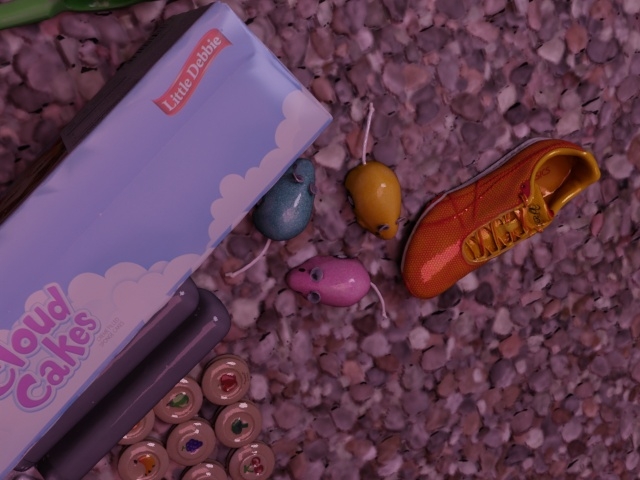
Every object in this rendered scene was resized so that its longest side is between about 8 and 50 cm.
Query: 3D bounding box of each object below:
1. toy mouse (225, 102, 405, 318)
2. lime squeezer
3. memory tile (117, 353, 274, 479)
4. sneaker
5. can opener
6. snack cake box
[{"bbox_3d":[0.000,0.000,0.569,0.143,0.031,0.160,-22,109,-15],"label":"toy mouse"},{"bbox_3d":[-0.126,-0.186,0.466,0.310,0.059,0.110,-45,113,-5],"label":"lime squeezer"},{"bbox_3d":[-0.090,0.165,0.584,0.113,0.012,0.147,-19,108,-15],"label":"memory tile"},{"bbox_3d":[0.132,-0.019,0.595,0.175,0.067,0.064,-41,114,-5],"label":"sneaker"},{"bbox_3d":[-0.166,0.137,0.504,0.280,0.093,0.074,-47,137,-6],"label":"can opener"},{"bbox_3d":[-0.131,-0.009,0.453,0.264,0.152,0.089,-48,114,-4],"label":"snack cake box"}]
